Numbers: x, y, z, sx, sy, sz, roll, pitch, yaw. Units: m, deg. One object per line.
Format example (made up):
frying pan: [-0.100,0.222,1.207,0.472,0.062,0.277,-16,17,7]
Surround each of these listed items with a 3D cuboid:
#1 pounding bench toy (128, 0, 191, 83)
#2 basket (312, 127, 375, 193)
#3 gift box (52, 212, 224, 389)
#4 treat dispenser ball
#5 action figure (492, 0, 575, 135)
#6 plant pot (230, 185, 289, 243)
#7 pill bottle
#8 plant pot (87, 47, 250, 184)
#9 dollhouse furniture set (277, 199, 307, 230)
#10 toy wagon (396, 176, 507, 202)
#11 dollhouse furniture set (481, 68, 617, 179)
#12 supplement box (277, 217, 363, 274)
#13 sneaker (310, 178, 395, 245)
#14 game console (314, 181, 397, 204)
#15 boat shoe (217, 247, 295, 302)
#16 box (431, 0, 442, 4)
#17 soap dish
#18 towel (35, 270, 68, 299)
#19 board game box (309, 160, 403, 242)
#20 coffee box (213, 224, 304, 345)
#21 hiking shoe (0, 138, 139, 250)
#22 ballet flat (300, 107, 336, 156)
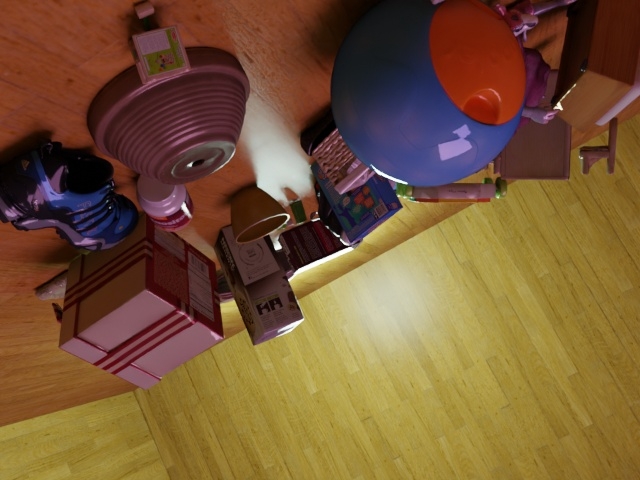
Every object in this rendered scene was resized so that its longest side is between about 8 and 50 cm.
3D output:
pounding bench toy: [-0.193,-0.230,0.712,0.052,0.083,0.065,-21,-161,-17]
basket: [0.069,-0.174,1.225,0.113,0.103,0.167,-42,176,23]
gift box: [-0.370,0.126,1.277,0.258,0.276,0.255,-33,128,14]
treat dispenser ball: [0.158,-0.225,0.920,0.288,0.288,0.288,-26,169,-6]
action figure: [0.352,-0.359,1.214,0.276,0.248,0.370,14,171,25]
plant pot: [-0.152,-0.066,1.400,0.134,0.095,0.134,-26,168,-6]
pill bottle: [-0.279,-0.075,1.099,0.086,0.086,0.152,-26,168,-9]
plant pot: [-0.195,-0.156,0.877,0.237,0.109,0.237,-27,169,-6]
dollhouse furniture set: [-0.110,-0.064,1.693,0.152,0.058,0.076,-12,-170,44]
toy wagon: [0.348,-0.142,1.702,0.267,0.068,0.344,0,-175,-1]
dollhouse furniture set: [0.582,-0.302,1.613,0.362,0.256,0.394,4,-169,24]
supplement box: [0.000,0.000,1.953,0.239,0.130,0.073,-22,168,-20]
sneaker: [0.084,-0.130,1.517,0.268,0.153,0.101,-57,166,-13]
game console: [0.153,-0.166,1.753,0.342,0.060,0.386,-27,168,-2]
boat shoe: [-0.213,0.108,1.985,0.342,0.123,0.123,-20,169,-7]
box: [0.166,-0.372,0.760,0.102,0.101,0.087,-26,168,-9]
soap dish: [0.555,-0.388,1.201,0.118,0.290,0.229,13,170,4]
towel: [-0.557,0.100,1.387,0.110,0.027,0.148,-31,168,12]
board game box: [0.077,-0.123,1.386,0.047,0.210,0.160,-19,167,-40]
coffee box: [-0.168,0.108,1.624,0.119,0.297,0.168,-19,167,-22]
hiking shoe: [-0.348,-0.061,0.928,0.132,0.113,0.304,-29,169,11]
ballet flat: [0.028,-0.229,1.208,0.173,0.049,0.057,-35,163,34]
